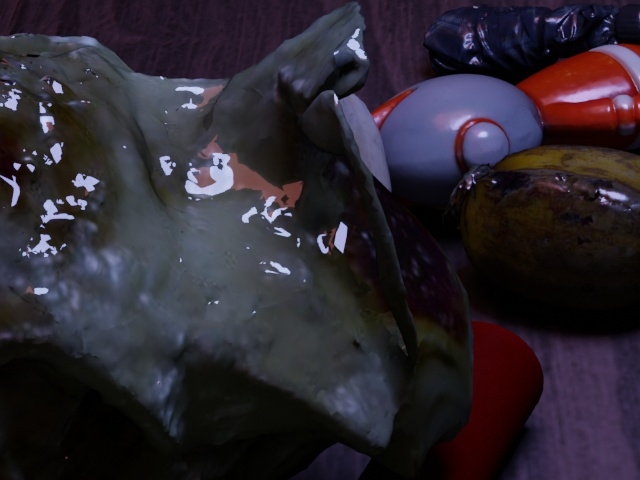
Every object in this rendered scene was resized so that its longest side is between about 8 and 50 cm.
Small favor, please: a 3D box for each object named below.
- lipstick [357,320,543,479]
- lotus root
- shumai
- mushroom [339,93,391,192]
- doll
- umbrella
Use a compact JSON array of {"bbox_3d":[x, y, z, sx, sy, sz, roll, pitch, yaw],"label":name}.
[{"bbox_3d":[0.065,0.142,1.145,0.080,0.080,0.241,5,32,23],"label":"lipstick"},{"bbox_3d":[0.186,-0.007,1.332,0.209,0.120,0.120,11,36,27],"label":"lotus root"},{"bbox_3d":[-0.087,0.047,1.077,0.348,0.395,0.395,-2,31,0],"label":"shumai"},{"bbox_3d":[0.004,0.002,1.333,0.092,0.081,0.223,10,58,-15],"label":"mushroom"},{"bbox_3d":[0.157,-0.085,1.476,0.336,0.105,0.200,-13,13,-19],"label":"doll"},{"bbox_3d":[0.196,-0.172,1.629,0.224,0.071,0.080,0,34,44],"label":"umbrella"}]
